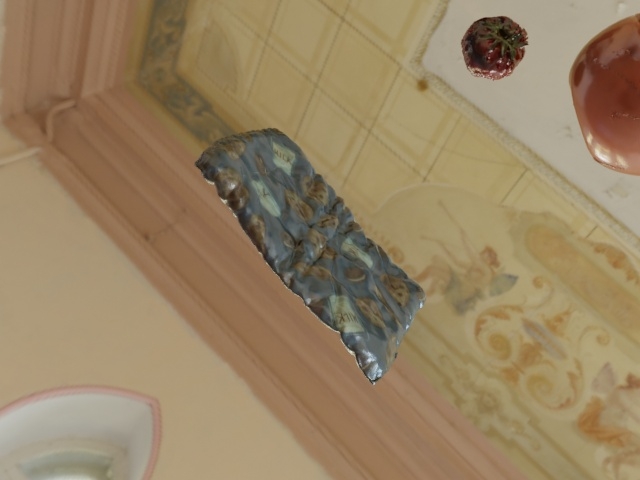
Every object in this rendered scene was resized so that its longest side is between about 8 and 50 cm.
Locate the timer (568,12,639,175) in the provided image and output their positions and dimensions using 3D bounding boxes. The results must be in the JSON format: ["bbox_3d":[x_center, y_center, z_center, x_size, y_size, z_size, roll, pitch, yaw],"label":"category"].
[{"bbox_3d":[0.467,-0.204,1.078,0.215,0.229,0.229,-16,-79,23],"label":"timer"}]

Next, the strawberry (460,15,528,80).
[{"bbox_3d":[0.260,-0.287,1.175,0.106,0.106,0.106,22,-54,35],"label":"strawberry"}]

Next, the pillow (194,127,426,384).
[{"bbox_3d":[-0.002,-0.001,0.737,0.034,0.189,0.255,-38,-88,27],"label":"pillow"}]
